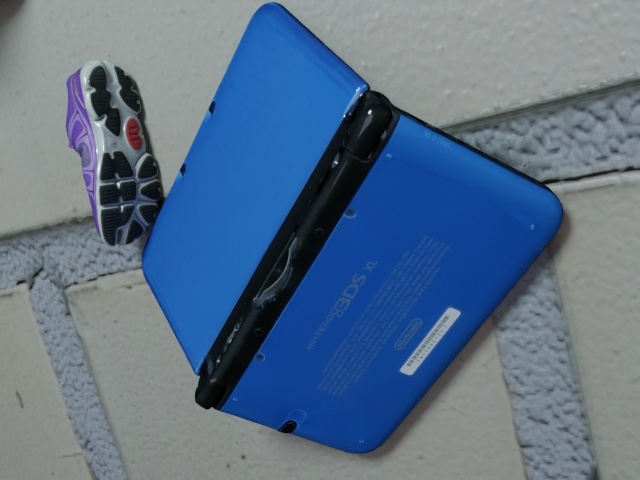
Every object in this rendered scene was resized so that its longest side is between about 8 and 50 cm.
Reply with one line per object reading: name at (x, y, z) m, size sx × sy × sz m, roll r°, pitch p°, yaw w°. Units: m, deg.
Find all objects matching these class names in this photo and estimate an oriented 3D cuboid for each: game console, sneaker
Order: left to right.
sneaker at (-0.199, -0.079, 0.605) m, size 0.071 × 0.068 × 0.170 m, roll -3°, pitch 95°, yaw 40°
game console at (0.000, 0.000, 0.547) m, size 0.250 × 0.173 × 0.293 m, roll 23°, pitch 118°, yaw -17°
